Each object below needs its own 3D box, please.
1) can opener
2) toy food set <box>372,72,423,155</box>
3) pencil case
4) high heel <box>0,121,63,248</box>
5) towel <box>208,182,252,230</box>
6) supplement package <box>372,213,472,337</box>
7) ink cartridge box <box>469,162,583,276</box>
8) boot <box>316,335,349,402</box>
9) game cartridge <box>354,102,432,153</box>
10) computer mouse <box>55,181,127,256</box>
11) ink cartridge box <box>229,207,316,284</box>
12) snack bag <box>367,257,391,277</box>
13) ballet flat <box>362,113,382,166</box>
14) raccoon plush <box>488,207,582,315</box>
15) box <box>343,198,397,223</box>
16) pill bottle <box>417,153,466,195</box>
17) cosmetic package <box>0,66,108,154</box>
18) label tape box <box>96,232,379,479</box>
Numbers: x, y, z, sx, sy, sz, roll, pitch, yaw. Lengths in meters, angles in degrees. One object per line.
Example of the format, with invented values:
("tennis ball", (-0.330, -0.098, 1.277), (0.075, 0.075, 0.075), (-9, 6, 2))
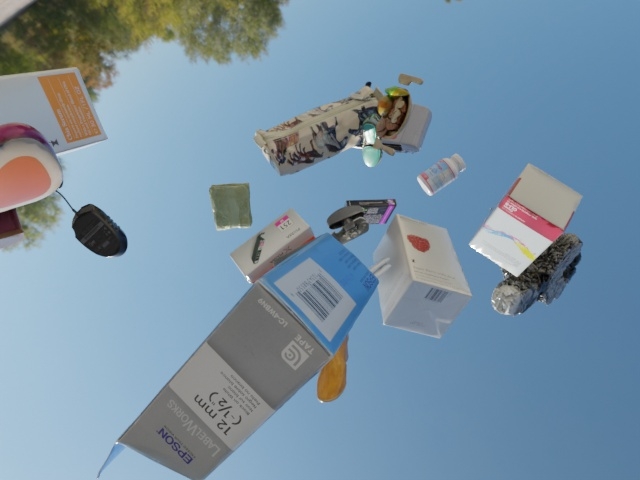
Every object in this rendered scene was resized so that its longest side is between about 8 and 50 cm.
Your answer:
("can opener", (0.000, 0.000, 1.289), (0.283, 0.076, 0.095), (-28, -124, 7))
("toy food set", (0.169, -0.305, 1.126), (0.192, 0.038, 0.132), (-70, -155, 16))
("pencil case", (0.003, -0.337, 1.441), (0.410, 0.183, 0.160), (-24, -121, -5))
("high heel", (-0.468, -0.115, 0.649), (0.127, 0.181, 0.377), (-23, 178, -44))
("towel", (-0.242, -0.091, 1.277), (0.110, 0.148, 0.027), (-6, -141, -10))
("supplement package", (0.271, 0.092, 1.319), (0.293, 0.177, 0.175), (-92, -158, -52))
("ink cartridge box", (0.422, -0.039, 0.983), (0.127, 0.176, 0.128), (35, -125, 13))
("boot", (0.030, 0.367, 1.566), (0.104, 0.211, 0.295), (-5, -159, 17))
("game cartridge", (0.219, -0.395, 1.610), (0.294, 0.060, 0.196), (11, -121, 24))
("computer mouse", (-0.449, -0.063, 0.860), (0.071, 0.242, 0.041), (-36, -164, 15))
("ink cartridge box", (-0.136, 0.047, 1.577), (0.275, 0.060, 0.239), (-38, -130, -8))
("snack bag", (0.001, 0.180, 1.250), (0.323, 0.037, 0.342), (-34, 177, -30))
("ballet flat", (0.162, -0.304, 1.419), (0.070, 0.188, 0.070), (-2, -122, 3))
("raccoon plush", (0.538, 0.030, 1.358), (0.299, 0.446, 0.216), (34, -64, 40))
("box", (0.147, -0.089, 1.489), (0.162, 0.116, 0.029), (-4, -117, -13))
("pill bottle", (0.435, -0.239, 1.683), (0.160, 0.087, 0.087), (-35, -145, 5))
("cosmetic package", (-0.847, -0.317, 1.280), (0.161, 0.230, 0.453), (-7, -159, 31))
("label tape box", (-0.095, 0.165, 0.609), (0.347, 0.115, 0.249), (-50, 175, 20))
